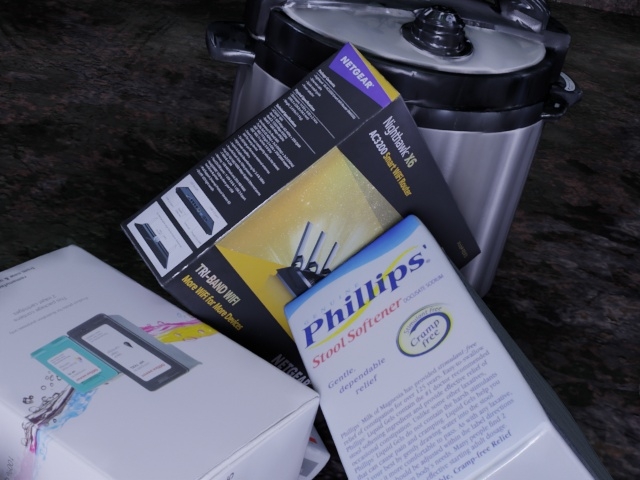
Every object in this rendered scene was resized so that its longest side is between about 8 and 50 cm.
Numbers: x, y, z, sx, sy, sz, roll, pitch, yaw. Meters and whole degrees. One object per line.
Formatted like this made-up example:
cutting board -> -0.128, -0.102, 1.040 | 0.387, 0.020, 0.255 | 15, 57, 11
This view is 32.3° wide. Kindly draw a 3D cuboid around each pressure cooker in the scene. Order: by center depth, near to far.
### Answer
pressure cooker -> 0.080, -0.142, 1.289 | 0.376, 0.420, 0.370 | 29, 33, 27

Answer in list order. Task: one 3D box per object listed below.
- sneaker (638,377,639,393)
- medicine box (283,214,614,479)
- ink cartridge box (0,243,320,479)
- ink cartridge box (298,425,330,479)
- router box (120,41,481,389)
sneaker -> 0.414, 0.225, 1.160 | 0.118, 0.083, 0.222 | -8, 38, 1
medicine box -> 0.127, 0.169, 0.911 | 0.263, 0.149, 0.289 | 49, 8, -34
ink cartridge box -> -0.177, 0.169, 0.870 | 0.270, 0.198, 0.197 | 29, 32, 24
ink cartridge box -> -0.080, 0.141, 1.057 | 0.145, 0.045, 0.179 | 29, 20, -36
router box -> 0.000, 0.000, 1.003 | 0.081, 0.243, 0.309 | 51, 0, 32
